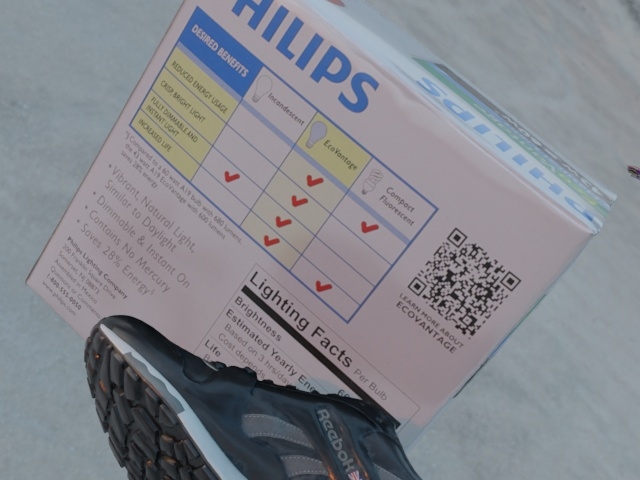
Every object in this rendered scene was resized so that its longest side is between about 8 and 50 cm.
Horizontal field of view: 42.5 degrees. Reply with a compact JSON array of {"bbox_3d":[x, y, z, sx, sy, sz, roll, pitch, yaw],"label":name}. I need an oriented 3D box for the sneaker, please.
[{"bbox_3d":[-0.023,0.136,0.512,0.283,0.107,0.124,40,46,18],"label":"sneaker"}]

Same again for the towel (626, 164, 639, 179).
[{"bbox_3d":[0.255,-0.035,0.595,0.060,0.009,0.083,27,15,3],"label":"towel"}]

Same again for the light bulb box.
[{"bbox_3d":[0.000,0.000,0.727,0.358,0.361,0.225,41,23,11],"label":"light bulb box"}]
